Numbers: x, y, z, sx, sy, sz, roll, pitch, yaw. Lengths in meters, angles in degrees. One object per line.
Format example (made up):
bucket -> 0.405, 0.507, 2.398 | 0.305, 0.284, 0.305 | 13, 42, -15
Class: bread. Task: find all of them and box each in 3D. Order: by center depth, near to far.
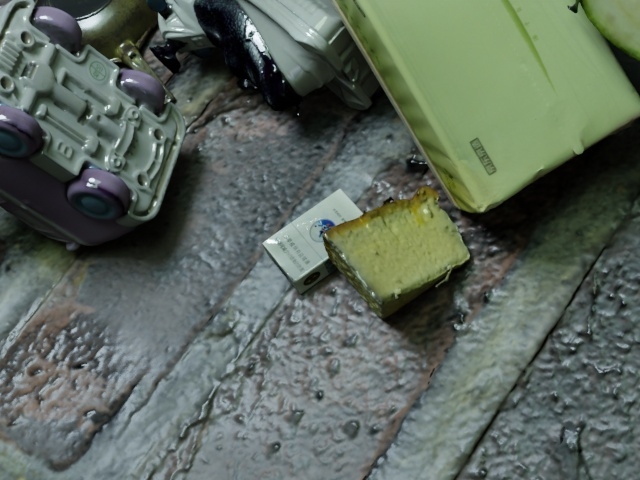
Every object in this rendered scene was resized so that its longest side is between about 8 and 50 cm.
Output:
bread -> 0.068, 0.005, 1.036 | 0.109, 0.080, 0.084 | -34, 78, -8

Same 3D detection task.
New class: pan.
pan -> -0.198, -0.219, 1.286 | 0.202, 0.048, 0.128 | 22, 64, 26

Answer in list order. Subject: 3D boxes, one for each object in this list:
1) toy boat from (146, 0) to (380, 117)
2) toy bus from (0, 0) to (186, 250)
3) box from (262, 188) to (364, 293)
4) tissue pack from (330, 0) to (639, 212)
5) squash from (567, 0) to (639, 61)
toy boat -> -0.070, -0.198, 1.191 | 0.269, 0.140, 0.141 | 25, 67, 30
toy bus -> -0.232, -0.095, 1.128 | 0.142, 0.202, 0.142 | -20, 44, 42
box -> 0.000, 0.000, 1.100 | 0.083, 0.024, 0.054 | -35, 53, -8
tissue pack -> 0.127, -0.156, 1.043 | 0.159, 0.125, 0.234 | -31, 94, -6
squash -> 0.326, -0.214, 1.047 | 0.203, 0.111, 0.289 | 35, 38, 18
